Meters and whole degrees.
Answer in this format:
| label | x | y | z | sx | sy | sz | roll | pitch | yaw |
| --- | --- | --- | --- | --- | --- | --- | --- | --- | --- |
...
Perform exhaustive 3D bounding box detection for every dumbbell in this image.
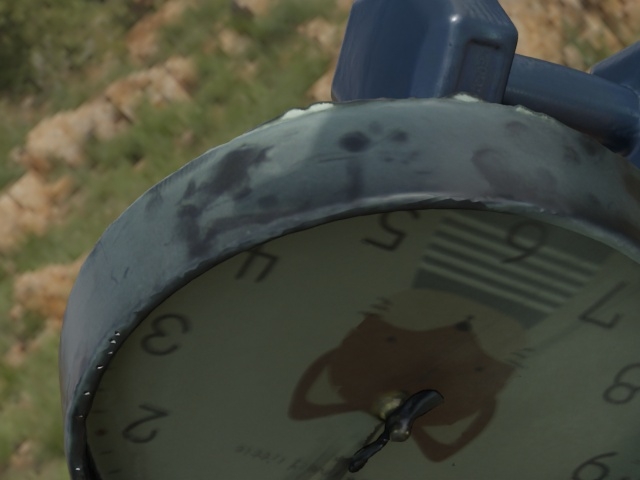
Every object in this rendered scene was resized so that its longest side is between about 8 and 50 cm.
| label | x | y | z | sx | sy | sz | roll | pitch | yaw |
| --- | --- | --- | --- | --- | --- | --- | --- | --- | --- |
| dumbbell | 0.170 | -0.107 | 1.304 | 0.144 | 0.325 | 0.160 | -56 | 39 | 30 |

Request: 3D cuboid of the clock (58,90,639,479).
| label | x | y | z | sx | sy | sz | roll | pitch | yaw |
| --- | --- | --- | --- | --- | --- | --- | --- | --- | --- |
| clock | 0.036 | 0.076 | 0.827 | 0.325 | 0.325 | 0.067 | -36 | 36 | 23 |
